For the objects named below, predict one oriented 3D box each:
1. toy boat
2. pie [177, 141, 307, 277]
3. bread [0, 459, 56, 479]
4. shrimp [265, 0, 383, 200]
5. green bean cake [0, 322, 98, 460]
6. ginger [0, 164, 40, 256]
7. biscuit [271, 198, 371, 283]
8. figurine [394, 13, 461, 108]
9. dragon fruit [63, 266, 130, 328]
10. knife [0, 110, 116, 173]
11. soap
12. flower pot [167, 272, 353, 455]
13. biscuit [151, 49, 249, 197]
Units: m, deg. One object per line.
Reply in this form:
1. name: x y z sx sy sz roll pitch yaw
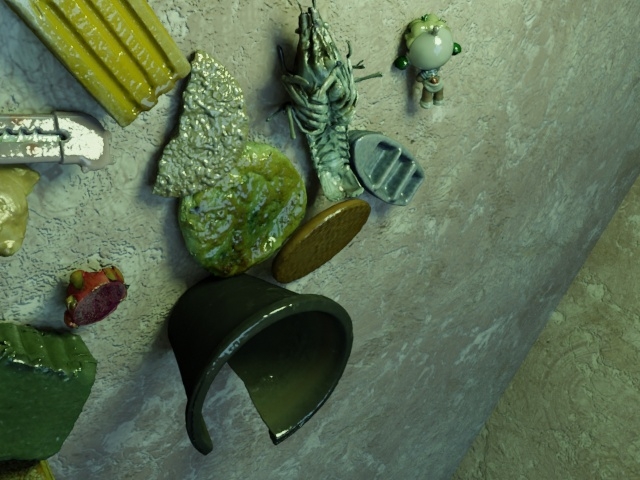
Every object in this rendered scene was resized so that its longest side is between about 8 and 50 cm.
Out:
1. toy boat: 0.133 -0.166 1.334 0.127 0.078 0.283 -55 141 5
2. pie: -0.141 -0.059 1.142 0.277 0.078 0.276 -27 135 -31
3. bread: -0.575 0.468 1.034 0.234 0.184 0.110 -28 129 -27
4. shrimp: 0.008 -0.239 1.103 0.222 0.166 0.410 -19 149 -7
5. green bean cake: -0.505 0.244 0.978 0.227 0.125 0.222 19 107 -48
6. ginger: -0.478 -0.047 0.792 0.193 0.122 0.115 17 126 -44
7. biscuit: -0.001 0.000 1.298 0.262 0.037 0.262 -36 163 -12
8. figurine: 0.227 -0.375 1.262 0.147 0.093 0.197 -17 142 -7
9. dragon fruit: -0.390 0.090 1.023 0.126 0.068 0.112 -33 156 -43
10. knife: -0.453 -0.132 0.769 0.399 0.038 0.132 -9 90 -45
11. soap: -0.296 -0.282 0.818 0.140 0.073 0.232 -46 141 -10
12. flower pot: -0.145 0.204 1.203 0.379 0.251 0.379 -24 133 -28
13. biscuit: -0.187 -0.177 1.007 0.133 0.032 0.249 15 106 -28
